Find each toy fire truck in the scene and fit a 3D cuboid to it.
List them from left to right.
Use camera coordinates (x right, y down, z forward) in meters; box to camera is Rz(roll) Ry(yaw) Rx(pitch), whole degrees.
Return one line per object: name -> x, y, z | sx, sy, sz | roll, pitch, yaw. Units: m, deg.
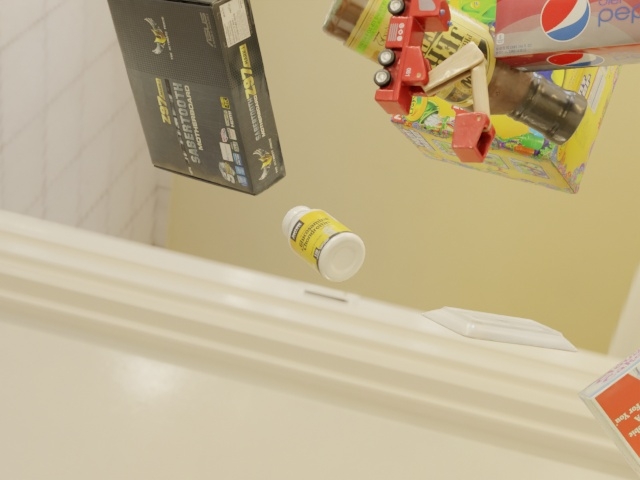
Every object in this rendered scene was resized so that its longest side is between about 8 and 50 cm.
toy fire truck -> 0.131, -0.184, 1.168 | 0.047, 0.135, 0.192 | 36, 63, -62

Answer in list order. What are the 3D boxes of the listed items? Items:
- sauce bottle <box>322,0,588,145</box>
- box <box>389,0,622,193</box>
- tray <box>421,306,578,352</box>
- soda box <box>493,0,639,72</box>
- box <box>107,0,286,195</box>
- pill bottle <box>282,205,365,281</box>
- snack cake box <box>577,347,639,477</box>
sauce bottle -> 0.174, -0.230, 1.351 | 0.111, 0.344, 0.111 | -63, -175, 10
box -> 0.310, -0.262, 1.721 | 0.177, 0.279, 0.290 | 32, 77, -59
tray -> 0.332, 0.159, 1.967 | 0.145, 0.270, 0.030 | 26, -76, 59
soda box -> 0.333, -0.248, 1.211 | 0.092, 0.263, 0.083 | 10, 82, -55
box -> -0.141, -0.177, 1.213 | 0.059, 0.183, 0.232 | -35, 129, -36
pill bottle -> 0.000, 0.000, 2.100 | 0.184, 0.103, 0.103 | 38, -57, 50
snack cake box -> 0.521, 0.204, 1.513 | 0.264, 0.152, 0.089 | -36, 176, -1
